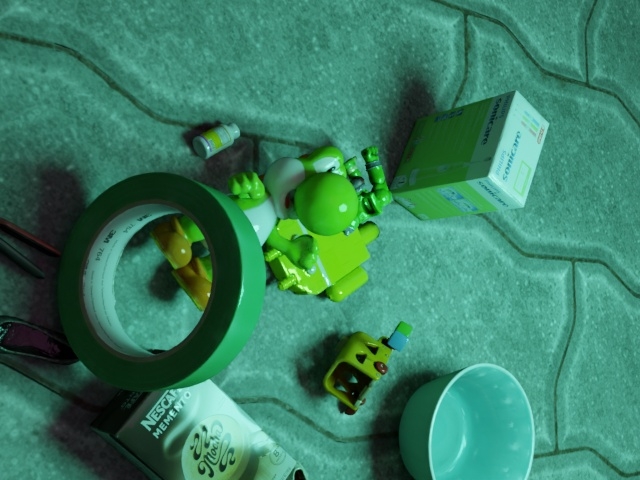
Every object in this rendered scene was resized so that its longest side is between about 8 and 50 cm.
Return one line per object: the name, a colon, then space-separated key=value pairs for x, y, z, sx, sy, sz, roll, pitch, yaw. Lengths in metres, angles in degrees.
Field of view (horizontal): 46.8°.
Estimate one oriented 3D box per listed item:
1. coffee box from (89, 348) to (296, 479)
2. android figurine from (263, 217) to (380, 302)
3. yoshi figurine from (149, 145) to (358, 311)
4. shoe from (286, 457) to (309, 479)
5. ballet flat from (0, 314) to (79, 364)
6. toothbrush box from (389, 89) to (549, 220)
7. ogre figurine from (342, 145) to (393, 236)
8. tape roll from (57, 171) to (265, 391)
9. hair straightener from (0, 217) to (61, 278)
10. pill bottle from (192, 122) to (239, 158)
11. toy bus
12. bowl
coffee box: x=-0.204 y=0.337 z=1.219 sx=0.297 sy=0.119 sz=0.168 roll=49 pitch=61 yaw=-22
android figurine: x=0.000 y=0.000 z=1.445 sx=0.273 sy=0.056 sz=0.248 roll=-31 pitch=104 yaw=-36
yoshi figurine: x=-0.084 y=-0.031 z=1.245 sx=0.362 sy=0.203 sz=0.203 roll=-34 pitch=85 yaw=-15
shoe: x=-0.039 y=0.511 z=1.359 sx=0.076 sy=0.058 sz=0.219 roll=-11 pitch=92 yaw=-36
ballet flat: x=-0.438 y=0.148 z=1.110 sx=0.173 sy=0.049 sz=0.057 roll=20 pitch=73 yaw=-33
toothbrush box: x=0.303 y=-0.168 z=1.542 sx=0.122 sy=0.283 sz=0.206 roll=34 pitch=66 yaw=-28
ogre figurine: x=0.061 y=-0.088 z=1.412 sx=0.118 sy=0.097 sz=0.197 roll=55 pitch=41 yaw=-4
tape roll: x=-0.241 y=0.061 z=1.104 sx=0.077 sy=0.321 sz=0.321 roll=20 pitch=71 yaw=-66
hair straightener: x=-0.501 y=-0.006 z=1.081 sx=0.230 sy=0.047 sz=0.089 roll=38 pitch=64 yaw=-27
pill bottle: x=-0.186 y=-0.182 z=1.333 sx=0.083 sy=0.043 sz=0.043 roll=-35 pitch=106 yaw=-34
toy bus: x=0.077 y=0.231 z=1.442 sx=0.104 sy=0.202 sz=0.191 roll=33 pitch=71 yaw=4
bowl: x=0.282 y=0.409 z=1.541 sx=0.311 sy=0.163 sz=0.311 roll=5 pitch=82 yaw=-37
